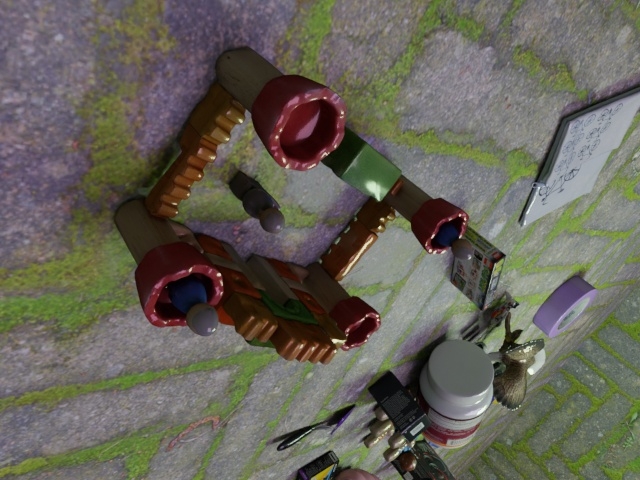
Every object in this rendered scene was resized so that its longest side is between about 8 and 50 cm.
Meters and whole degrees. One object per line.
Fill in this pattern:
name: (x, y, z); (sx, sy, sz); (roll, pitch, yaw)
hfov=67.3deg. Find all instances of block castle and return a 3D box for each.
block castle: (0.000, 0.000, 0.639); (0.303, 0.213, 0.453); (-51, 144, 11)

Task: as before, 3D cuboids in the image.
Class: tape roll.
tape roll: (1.028, 0.280, 2.022); (0.275, 0.090, 0.274); (-25, 141, -22)

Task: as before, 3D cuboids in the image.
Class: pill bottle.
pill bottle: (0.426, 0.500, 1.556); (0.224, 0.224, 0.392); (-29, 142, -19)

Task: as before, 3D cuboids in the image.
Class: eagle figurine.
eagle figurine: (0.654, 0.409, 1.619); (0.225, 0.226, 0.298); (-29, -176, 11)

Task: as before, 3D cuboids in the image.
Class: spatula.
spatula: (-0.007, 0.528, 1.335); (0.297, 0.030, 0.084); (-2, 130, -43)

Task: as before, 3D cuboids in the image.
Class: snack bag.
snack bag: (0.658, -0.199, 1.216); (0.323, 0.037, 0.342); (-24, 141, -25)

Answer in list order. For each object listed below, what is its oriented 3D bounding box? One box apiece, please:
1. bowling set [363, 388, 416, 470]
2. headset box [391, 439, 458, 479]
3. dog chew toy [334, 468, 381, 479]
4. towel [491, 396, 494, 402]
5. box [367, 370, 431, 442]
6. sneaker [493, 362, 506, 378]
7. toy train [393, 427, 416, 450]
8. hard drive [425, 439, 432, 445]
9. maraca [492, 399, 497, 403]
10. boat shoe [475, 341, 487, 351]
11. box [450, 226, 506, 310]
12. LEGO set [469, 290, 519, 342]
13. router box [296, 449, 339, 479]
bowling set: (0.274, 0.656, 1.604); (0.154, 0.200, 0.287); (-22, 144, -28)
headset box: (0.463, 1.012, 2.127); (0.110, 0.218, 0.293); (-50, 143, 10)
dog chew toy: (0.138, 0.947, 1.775); (0.207, 0.206, 0.331); (-36, 137, -9)
towel: (0.609, 0.748, 2.091); (0.228, 0.076, 0.308); (1, 129, -28)
box: (0.235, 0.492, 1.420); (0.093, 0.158, 0.156); (-38, 145, -5)
sneaker: (0.810, 0.597, 2.130); (0.283, 0.110, 0.122); (-45, 157, 11)
toy train: (0.334, 0.740, 1.844); (0.105, 0.080, 0.184); (-41, 145, -13)
hard drive: (0.649, 0.868, 2.308); (0.319, 0.040, 0.210); (-43, 145, -1)
maraca: (0.823, 0.725, 2.279); (0.127, 0.099, 0.185); (-36, 153, -29)
boat shoe: (0.528, 0.439, 1.719); (0.184, 0.066, 0.063); (-47, 153, 7)
box: (0.374, 0.072, 1.157); (0.036, 0.114, 0.207); (-31, 144, -16)
LEGO set: (0.583, 0.271, 1.643); (0.244, 0.060, 0.182); (-39, 157, -4)
router box: (-0.017, 0.774, 1.568); (0.133, 0.046, 0.178); (-18, 138, -30)
